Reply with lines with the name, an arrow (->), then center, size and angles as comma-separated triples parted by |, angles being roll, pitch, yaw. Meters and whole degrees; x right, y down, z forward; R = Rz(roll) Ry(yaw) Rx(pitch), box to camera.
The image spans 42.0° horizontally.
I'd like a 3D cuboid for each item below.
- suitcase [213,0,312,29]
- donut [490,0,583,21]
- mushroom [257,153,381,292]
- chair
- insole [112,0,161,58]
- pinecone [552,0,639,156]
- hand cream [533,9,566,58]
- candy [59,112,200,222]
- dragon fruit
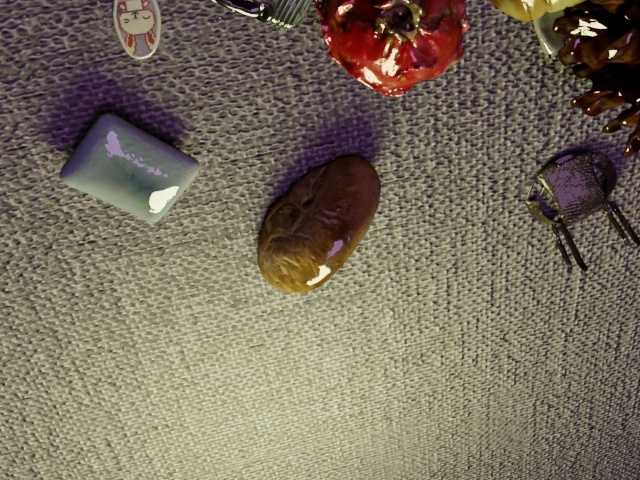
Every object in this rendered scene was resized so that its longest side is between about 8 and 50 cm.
suitcase -> -0.051, -0.430, 1.030 | 0.202, 0.128, 0.312 | 16, 122, -28
donut -> 0.234, -0.445, 0.983 | 0.170, 0.360, 0.360 | -28, 133, -13
mushroom -> 0.000, 0.000, 1.395 | 0.156, 0.151, 0.285 | 25, 118, -31
chair -> 0.484, -0.055, 1.545 | 0.174, 0.149, 0.213 | -25, 90, 8
insole -> -0.254, -0.335, 1.132 | 0.065, 0.004, 0.197 | -9, 131, -10
pinecone -> 0.513, -0.309, 1.177 | 0.398, 0.397, 0.397 | -9, 131, -10
hand cream -> 0.351, -0.357, 1.290 | 0.057, 0.037, 0.165 | -21, 125, 1
candy -> -0.288, -0.107, 1.268 | 0.174, 0.071, 0.138 | 28, 117, -32
dragon fruit -> 0.100, -0.295, 1.110 | 0.205, 0.268, 0.210 | -8, 105, 0
